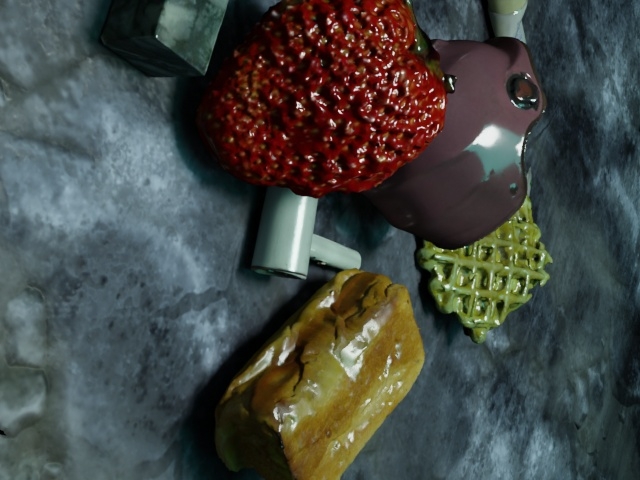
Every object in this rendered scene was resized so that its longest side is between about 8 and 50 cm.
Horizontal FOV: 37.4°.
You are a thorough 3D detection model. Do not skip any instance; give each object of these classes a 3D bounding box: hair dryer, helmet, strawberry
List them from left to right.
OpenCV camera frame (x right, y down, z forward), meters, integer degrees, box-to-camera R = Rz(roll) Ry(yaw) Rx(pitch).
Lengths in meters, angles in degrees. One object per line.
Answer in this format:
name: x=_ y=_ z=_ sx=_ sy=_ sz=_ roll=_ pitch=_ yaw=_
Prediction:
hair dryer: x=0.000 y=0.000 z=1.295 sx=0.236 sy=0.073 sz=0.131 roll=23 pitch=75 yaw=-55
strawberry: x=0.011 y=-0.171 z=1.140 sx=0.257 sy=0.261 sz=0.261 roll=-53 pitch=134 yaw=-49
helmet: x=0.160 y=-0.163 z=1.352 sx=0.197 sy=0.271 sz=0.338 roll=15 pitch=78 yaw=-31

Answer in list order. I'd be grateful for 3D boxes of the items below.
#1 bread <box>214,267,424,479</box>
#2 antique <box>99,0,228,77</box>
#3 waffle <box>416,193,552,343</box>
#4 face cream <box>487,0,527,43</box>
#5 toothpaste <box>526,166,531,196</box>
bread: x=-0.002 y=0.185 z=1.244 sx=0.344 sy=0.149 sz=0.195 roll=-42 pitch=126 yaw=-41
antique: x=-0.157 y=-0.279 z=1.032 sx=0.086 sy=0.088 sz=0.182 roll=33 pitch=68 yaw=-51
waffle: x=0.290 y=0.007 z=1.645 sx=0.317 sy=0.073 sz=0.297 roll=-41 pitch=115 yaw=-33
face cream: x=0.349 y=-0.382 z=1.737 sx=0.114 sy=0.070 sz=0.224 roll=-60 pitch=149 yaw=-29
toothpaste: x=0.354 y=-0.002 z=1.787 sx=0.075 sy=0.048 sz=0.301 roll=50 pitch=54 yaw=-37
